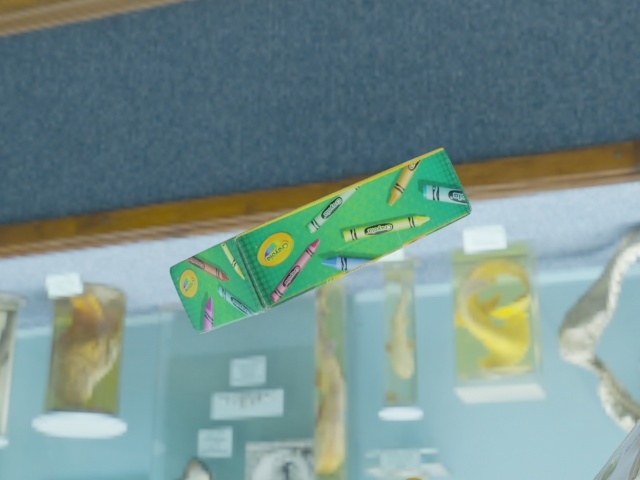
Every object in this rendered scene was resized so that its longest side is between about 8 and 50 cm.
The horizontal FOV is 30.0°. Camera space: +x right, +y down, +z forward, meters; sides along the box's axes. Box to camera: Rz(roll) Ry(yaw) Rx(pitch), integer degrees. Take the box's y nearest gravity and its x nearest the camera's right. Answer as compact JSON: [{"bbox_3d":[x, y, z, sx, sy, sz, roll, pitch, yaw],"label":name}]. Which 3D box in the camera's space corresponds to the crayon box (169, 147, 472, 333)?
[{"bbox_3d":[0.000,0.000,1.254,0.278,0.081,0.165,-24,-179,-31],"label":"crayon box"}]

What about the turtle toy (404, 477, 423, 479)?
[{"bbox_3d":[0.095,0.225,0.822,0.130,0.066,0.095,12,135,27],"label":"turtle toy"}]

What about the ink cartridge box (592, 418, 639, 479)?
[{"bbox_3d":[0.285,0.226,0.818,0.212,0.093,0.154,30,133,9],"label":"ink cartridge box"}]
